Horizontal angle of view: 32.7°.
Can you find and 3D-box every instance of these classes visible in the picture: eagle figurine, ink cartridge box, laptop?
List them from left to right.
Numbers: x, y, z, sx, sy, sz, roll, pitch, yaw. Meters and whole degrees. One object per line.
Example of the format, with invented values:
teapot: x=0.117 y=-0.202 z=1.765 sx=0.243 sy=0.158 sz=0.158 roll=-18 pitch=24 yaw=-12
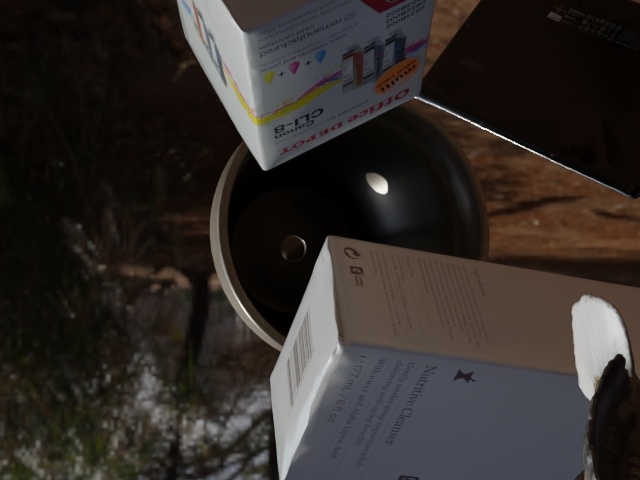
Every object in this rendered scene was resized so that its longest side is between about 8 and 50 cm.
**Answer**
ink cartridge box: x=-0.013 y=-0.153 z=0.676 sx=0.128 sy=0.127 sz=0.176 roll=-27 pitch=161 yaw=-9
laptop: x=0.427 y=-0.245 z=1.596 sx=0.382 sy=0.408 sz=0.236 roll=31 pitch=170 yaw=35
eagle figurine: x=0.217 y=0.176 z=0.688 sx=0.298 sy=0.226 sz=0.225 roll=-39 pitch=-167 yaw=-32

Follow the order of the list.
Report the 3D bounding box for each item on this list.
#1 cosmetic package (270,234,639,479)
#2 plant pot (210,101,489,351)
cosmetic package: x=0.162 y=0.146 z=1.092 sx=0.385 sy=0.217 sz=0.156 roll=9 pitch=-141 yaw=-14
plant pot: x=0.000 y=0.000 z=1.344 sx=0.323 sy=0.323 sz=0.280 roll=0 pitch=174 yaw=-19
